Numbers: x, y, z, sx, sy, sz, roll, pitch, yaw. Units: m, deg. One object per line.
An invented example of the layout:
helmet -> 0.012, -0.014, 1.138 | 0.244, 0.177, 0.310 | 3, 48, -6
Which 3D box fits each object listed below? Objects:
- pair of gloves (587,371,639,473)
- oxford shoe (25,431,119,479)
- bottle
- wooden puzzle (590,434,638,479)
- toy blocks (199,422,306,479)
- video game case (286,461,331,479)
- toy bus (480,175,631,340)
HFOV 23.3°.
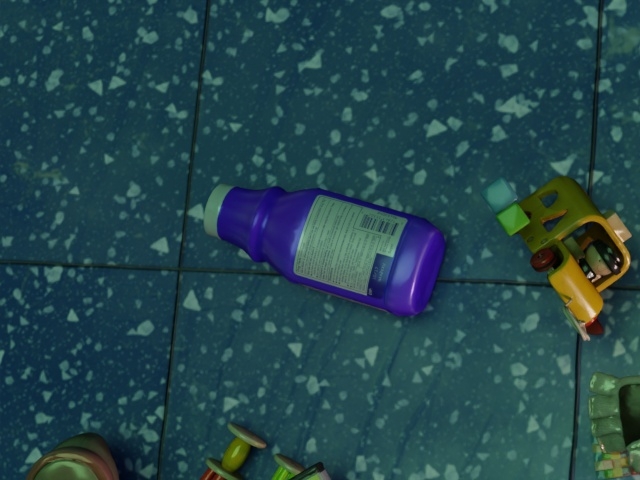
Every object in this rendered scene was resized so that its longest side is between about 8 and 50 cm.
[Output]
pair of gloves -> 0.377, 0.255, 1.644 | 0.204, 0.042, 0.240 | -1, 84, 32
oxford shoe -> -0.292, 0.419, 1.829 | 0.140, 0.146, 0.397 | 14, 101, 3
bottle -> 0.000, 0.000, 1.823 | 0.282, 0.092, 0.118 | 16, 84, 21
wooden puzzle -> 0.326, 0.236, 1.713 | 0.049, 0.006, 0.083 | -10, 76, 16
toy blocks -> -0.095, 0.307, 1.814 | 0.123, 0.054, 0.148 | 32, 92, 19
video game case -> -0.054, 0.424, 1.758 | 0.274, 0.035, 0.248 | -31, 85, 12
toy bus -> 0.281, 0.009, 1.675 | 0.104, 0.191, 0.202 | -37, 70, 8
